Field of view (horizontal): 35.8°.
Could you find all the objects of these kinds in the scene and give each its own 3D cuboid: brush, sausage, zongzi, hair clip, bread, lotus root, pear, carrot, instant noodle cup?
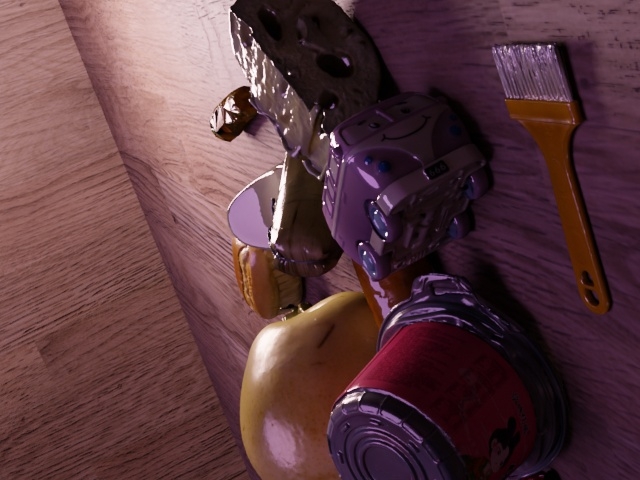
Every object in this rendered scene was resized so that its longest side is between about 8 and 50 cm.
[{"bbox_3d":[0.222,-0.051,0.908,0.103,0.013,0.272,24,137,66],"label":"brush"},{"bbox_3d":[0.110,0.071,1.266,0.270,0.109,0.109,66,163,-5],"label":"sausage"},{"bbox_3d":[0.000,0.000,1.375,0.256,0.115,0.228,79,-164,-50],"label":"zongzi"},{"bbox_3d":[-0.054,-0.047,1.606,0.282,0.113,0.172,-6,108,58],"label":"hair clip"},{"bbox_3d":[-0.105,0.050,1.883,0.140,0.106,0.236,56,160,35],"label":"bread"},{"bbox_3d":[-0.010,-0.195,1.202,0.235,0.138,0.119,60,168,17],"label":"lotus root"},{"bbox_3d":[0.027,0.226,1.404,0.309,0.309,0.309,55,161,30],"label":"pear"},{"bbox_3d":[-0.148,-0.220,1.721,0.069,0.069,0.229,66,163,-2],"label":"carrot"},{"bbox_3d":[0.123,0.209,1.123,0.258,0.181,0.302,-11,109,47],"label":"instant noodle cup"}]

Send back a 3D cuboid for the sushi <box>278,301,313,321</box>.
[{"bbox_3d":[-0.003,0.249,1.819,0.139,0.131,0.291,-134,33,-53],"label":"sushi"}]

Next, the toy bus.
[{"bbox_3d":[0.085,-0.061,1.088,0.142,0.142,0.202,58,163,21],"label":"toy bus"}]

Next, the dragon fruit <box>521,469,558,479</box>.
[{"bbox_3d":[0.247,0.354,1.261,0.122,0.092,0.192,67,163,-6],"label":"dragon fruit"}]
